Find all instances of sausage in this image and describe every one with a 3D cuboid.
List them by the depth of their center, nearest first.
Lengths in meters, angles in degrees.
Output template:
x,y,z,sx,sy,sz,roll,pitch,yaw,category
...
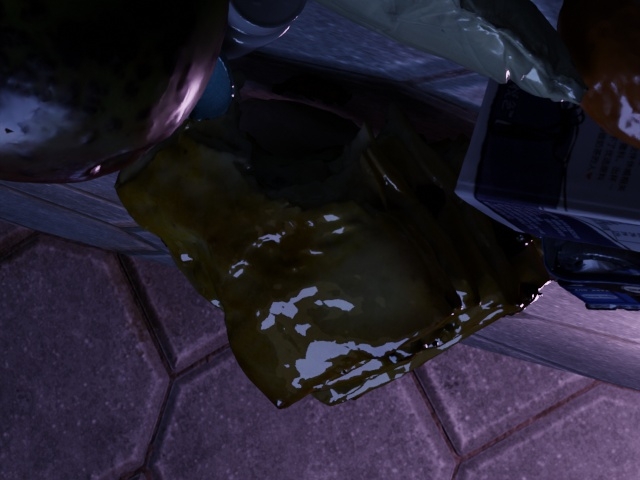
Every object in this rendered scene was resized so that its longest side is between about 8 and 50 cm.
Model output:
x,y,z,sx,sy,sz,roll,pitch,yaw,category
0.266,-0.097,1.086,0.258,0.133,0.133,14,172,17,sausage

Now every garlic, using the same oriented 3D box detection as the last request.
x,y,z,sx,sy,sz,roll,pitch,yaw,category
-0.051,-0.057,1.925,0.228,0.110,0.217,27,142,35,garlic

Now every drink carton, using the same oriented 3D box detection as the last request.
x,y,z,sx,sy,sz,roll,pitch,yaw,category
0.232,-0.068,1.371,0.222,0.134,0.102,11,167,38,drink carton

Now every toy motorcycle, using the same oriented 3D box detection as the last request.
x,y,z,sx,sy,sz,roll,pitch,yaw,category
0.363,0.002,1.599,0.359,0.125,0.213,1,162,38,toy motorcycle

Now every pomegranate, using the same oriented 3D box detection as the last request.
x,y,z,sx,sy,sz,roll,pitch,yaw,category
-0.190,-0.185,1.230,0.242,0.306,0.242,-16,152,-9,pomegranate

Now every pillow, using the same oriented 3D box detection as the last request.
x,y,z,sx,sy,sz,roll,pitch,yaw,category
-0.002,-0.193,1.076,0.281,0.076,0.274,29,-178,-43,pillow

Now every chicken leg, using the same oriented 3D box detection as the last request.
x,y,z,sx,sy,sz,roll,pitch,yaw,category
-0.010,-0.148,1.740,0.083,0.021,0.036,10,164,15,chicken leg

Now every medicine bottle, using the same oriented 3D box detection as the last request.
x,y,z,sx,sy,sz,roll,pitch,yaw,category
-0.060,-0.185,1.379,0.080,0.080,0.130,20,172,-17,medicine bottle

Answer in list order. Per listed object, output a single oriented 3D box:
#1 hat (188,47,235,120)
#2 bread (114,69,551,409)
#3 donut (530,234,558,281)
x,y,z,sx,sy,sz,roll,pitch,yaw,category
-0.147,-0.163,1.381,0.191,0.078,0.138,52,159,16,hat
0.000,0.000,1.745,0.314,0.191,0.370,-33,105,34,bread
0.170,-0.028,1.923,0.230,0.096,0.216,19,173,-11,donut
